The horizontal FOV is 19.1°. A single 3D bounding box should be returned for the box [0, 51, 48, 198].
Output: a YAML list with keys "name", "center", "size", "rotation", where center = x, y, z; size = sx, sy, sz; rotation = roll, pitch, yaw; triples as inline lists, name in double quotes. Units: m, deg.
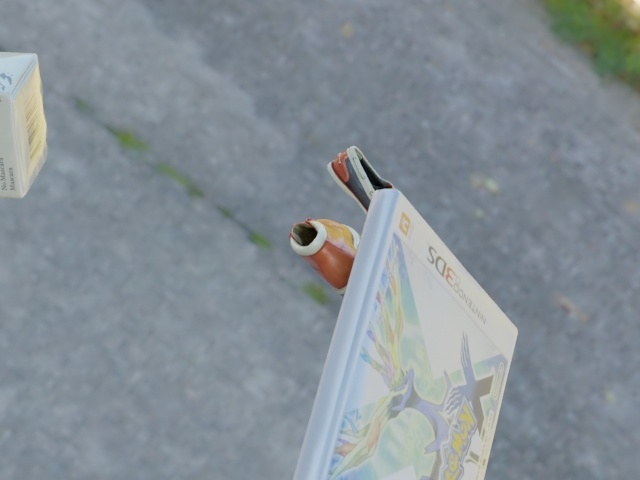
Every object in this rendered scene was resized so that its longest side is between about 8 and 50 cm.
- name: "box"
  center: [-0.392, -0.109, 1.714]
  size: [0.275, 0.113, 0.094]
  rotation: [1, 30, 8]

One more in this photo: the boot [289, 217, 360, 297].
- name: "boot"
  center: [0.000, 0.000, 1.965]
  size: [0.084, 0.059, 0.158]
  rotation: [39, 3, -22]

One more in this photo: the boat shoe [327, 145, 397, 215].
- name: "boat shoe"
  center: [0.068, -0.055, 2.269]
  size: [0.137, 0.043, 0.049]
  rotation: [46, 25, -14]

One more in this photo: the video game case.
- name: "video game case"
  center: [0.095, 0.163, 1.911]
  size: [0.300, 0.036, 0.329]
  rotation: [47, 51, -46]
